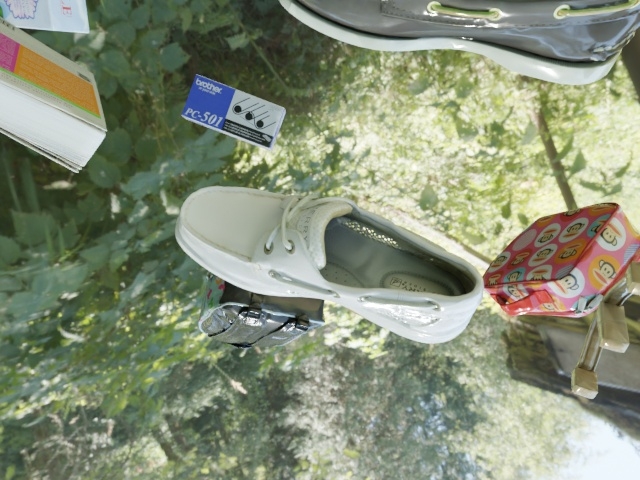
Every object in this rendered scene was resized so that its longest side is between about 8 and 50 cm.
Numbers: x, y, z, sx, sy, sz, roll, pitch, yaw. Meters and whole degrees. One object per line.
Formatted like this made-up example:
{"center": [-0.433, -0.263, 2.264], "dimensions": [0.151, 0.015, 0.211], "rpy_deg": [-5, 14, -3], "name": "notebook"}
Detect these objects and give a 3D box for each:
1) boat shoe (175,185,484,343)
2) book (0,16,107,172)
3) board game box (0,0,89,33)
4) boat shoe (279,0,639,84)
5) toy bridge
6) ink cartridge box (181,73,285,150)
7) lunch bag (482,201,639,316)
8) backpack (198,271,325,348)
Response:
{"center": [0.000, 0.000, 0.391], "dimensions": [0.277, 0.098, 0.096], "rpy_deg": [16, 155, 9], "name": "boat shoe"}
{"center": [-0.203, -0.113, 0.315], "dimensions": [0.096, 0.144, 0.035], "rpy_deg": [31, 106, -40], "name": "book"}
{"center": [-0.474, -0.462, 0.625], "dimensions": [0.318, 0.319, 0.066], "rpy_deg": [12, -156, 19], "name": "board game box"}
{"center": [0.083, -0.162, 0.289], "dimensions": [0.227, 0.081, 0.069], "rpy_deg": [13, 155, 4], "name": "boat shoe"}
{"center": [0.316, 0.091, 0.505], "dimensions": [0.026, 0.188, 0.063], "rpy_deg": [14, -139, 18], "name": "toy bridge"}
{"center": [-0.191, -0.282, 1.034], "dimensions": [0.207, 0.097, 0.046], "rpy_deg": [21, -178, -2], "name": "ink cartridge box"}
{"center": [0.466, 0.057, 0.945], "dimensions": [0.258, 0.120, 0.293], "rpy_deg": [-44, -176, -14], "name": "lunch bag"}
{"center": [-0.125, 0.122, 0.938], "dimensions": [0.225, 0.191, 0.253], "rpy_deg": [15, 145, -22], "name": "backpack"}
